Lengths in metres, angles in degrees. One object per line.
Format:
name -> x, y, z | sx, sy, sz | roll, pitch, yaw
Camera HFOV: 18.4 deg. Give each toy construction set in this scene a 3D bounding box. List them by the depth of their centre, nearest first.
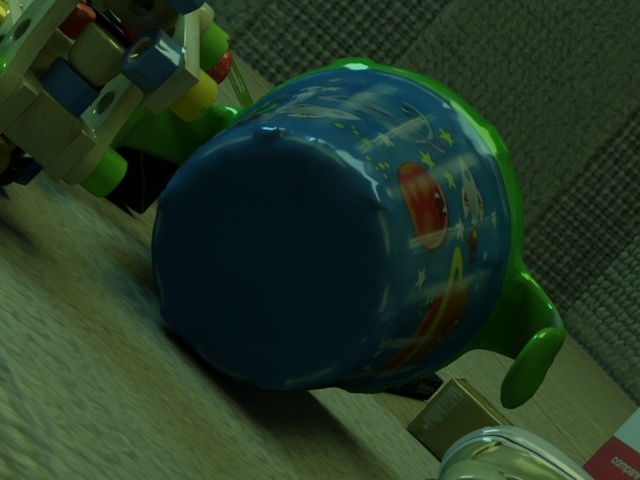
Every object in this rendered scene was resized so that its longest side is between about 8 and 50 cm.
toy construction set -> -0.149, -0.140, 1.225 | 0.151, 0.215, 0.328 | 43, 13, -14

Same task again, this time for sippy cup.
sippy cup -> 0.000, 0.000, 1.305 | 0.224, 0.305, 0.240 | -18, 102, -71

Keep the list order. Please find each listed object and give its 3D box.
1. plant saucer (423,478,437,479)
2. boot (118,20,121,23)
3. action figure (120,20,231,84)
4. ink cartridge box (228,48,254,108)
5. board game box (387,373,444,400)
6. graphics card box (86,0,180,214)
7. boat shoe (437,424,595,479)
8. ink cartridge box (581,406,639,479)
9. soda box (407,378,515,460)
plant saucer -> 0.166, 0.270, 1.207 | 0.317, 0.044, 0.317 | 42, 6, -5
boot -> -0.117, -0.134, 1.683 | 0.190, 0.076, 0.208 | 53, -19, -6
action figure -> -0.149, -0.241, 1.511 | 0.280, 0.139, 0.091 | 46, 8, 10
ink cartridge box -> 0.005, -0.076, 1.687 | 0.189, 0.097, 0.255 | -88, 153, -83
board game box -> 0.036, 0.085, 1.743 | 0.126, 0.026, 0.186 | 44, 6, 18
graphics card box -> -0.251, -0.189, 1.543 | 0.233, 0.094, 0.371 | 37, 7, -41
boat shoe -> 0.183, 0.220, 1.100 | 0.302, 0.109, 0.094 | 34, 20, 9
ink cartridge box -> 0.392, 0.177, 1.433 | 0.279, 0.385, 0.160 | 47, -6, -25
soda box -> 0.158, 0.193, 1.615 | 0.181, 0.058, 0.061 | 44, 7, 12
